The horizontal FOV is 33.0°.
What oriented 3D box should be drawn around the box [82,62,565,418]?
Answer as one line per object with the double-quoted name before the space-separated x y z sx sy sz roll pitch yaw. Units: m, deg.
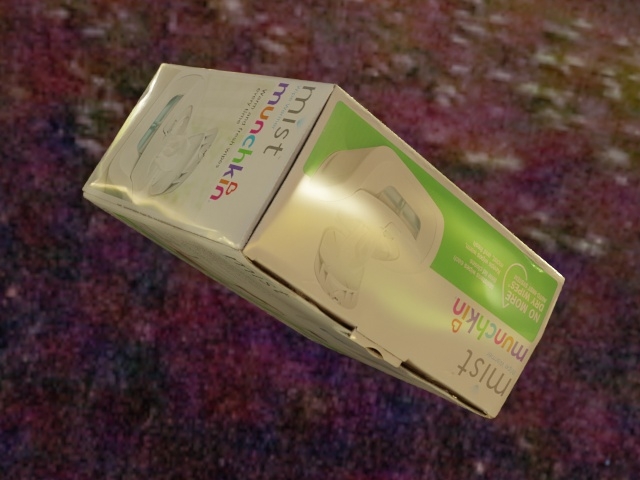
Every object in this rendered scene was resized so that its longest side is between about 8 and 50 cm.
"box" 0.000 0.000 0.784 0.262 0.127 0.231 36 -12 -35
